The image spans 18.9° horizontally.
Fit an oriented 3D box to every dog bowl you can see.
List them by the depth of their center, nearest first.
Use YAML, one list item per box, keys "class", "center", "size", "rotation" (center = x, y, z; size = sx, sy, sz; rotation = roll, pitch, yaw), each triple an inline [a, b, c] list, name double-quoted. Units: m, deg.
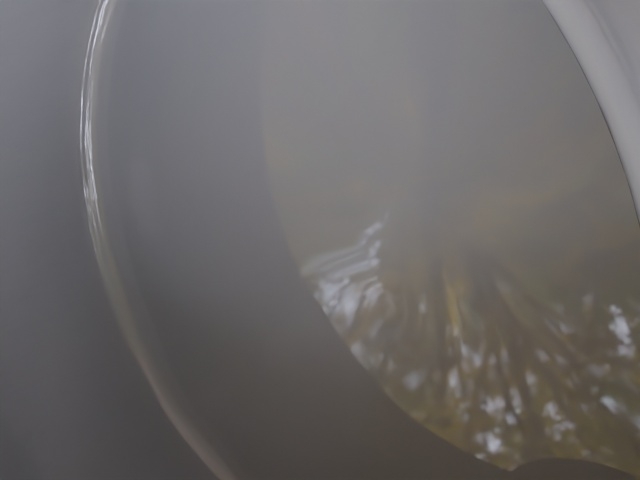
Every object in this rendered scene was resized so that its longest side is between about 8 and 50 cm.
- class: "dog bowl"
  center: [0.000, 0.000, 0.497]
  size: [0.265, 0.265, 0.104]
  rotation: [-11, -172, 40]
